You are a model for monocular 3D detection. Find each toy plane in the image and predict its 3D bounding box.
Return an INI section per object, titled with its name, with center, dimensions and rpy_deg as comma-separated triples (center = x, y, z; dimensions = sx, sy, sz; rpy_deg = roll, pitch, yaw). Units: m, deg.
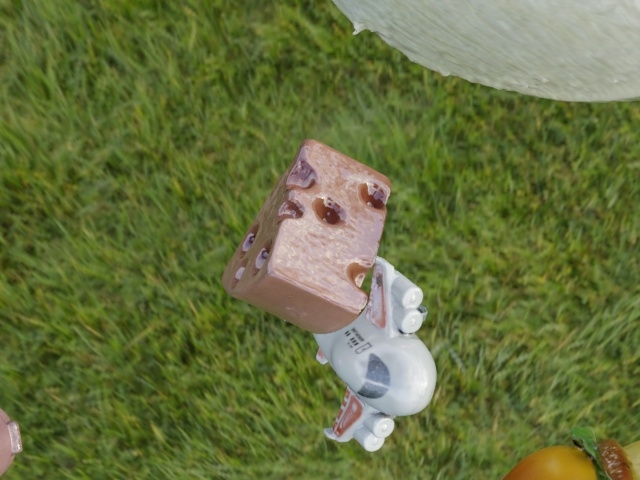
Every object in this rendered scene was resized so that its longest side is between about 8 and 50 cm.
[toy plane]
center = 0.054, 0.139, 1.609
dimensions = 0.118, 0.252, 0.252
rpy_deg = 2, 68, -34

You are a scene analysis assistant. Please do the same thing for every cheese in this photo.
[cheese]
center = -0.007, 0.022, 1.393
dimensions = 0.128, 0.177, 0.203
rpy_deg = 28, 108, -16

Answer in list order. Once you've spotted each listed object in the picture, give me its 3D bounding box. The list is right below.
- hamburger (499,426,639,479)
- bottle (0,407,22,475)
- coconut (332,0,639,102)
[hamburger]
center = 0.196, 0.260, 0.937
dimensions = 0.170, 0.246, 0.246
rpy_deg = -6, 72, 2
[bottle]
center = -0.394, 0.218, 1.241
dimensions = 0.120, 0.253, 0.120
rpy_deg = 1, 94, 21
[coconut]
center = 0.112, -0.223, 0.495
dimensions = 0.346, 0.360, 0.346
rpy_deg = -22, 36, 17
